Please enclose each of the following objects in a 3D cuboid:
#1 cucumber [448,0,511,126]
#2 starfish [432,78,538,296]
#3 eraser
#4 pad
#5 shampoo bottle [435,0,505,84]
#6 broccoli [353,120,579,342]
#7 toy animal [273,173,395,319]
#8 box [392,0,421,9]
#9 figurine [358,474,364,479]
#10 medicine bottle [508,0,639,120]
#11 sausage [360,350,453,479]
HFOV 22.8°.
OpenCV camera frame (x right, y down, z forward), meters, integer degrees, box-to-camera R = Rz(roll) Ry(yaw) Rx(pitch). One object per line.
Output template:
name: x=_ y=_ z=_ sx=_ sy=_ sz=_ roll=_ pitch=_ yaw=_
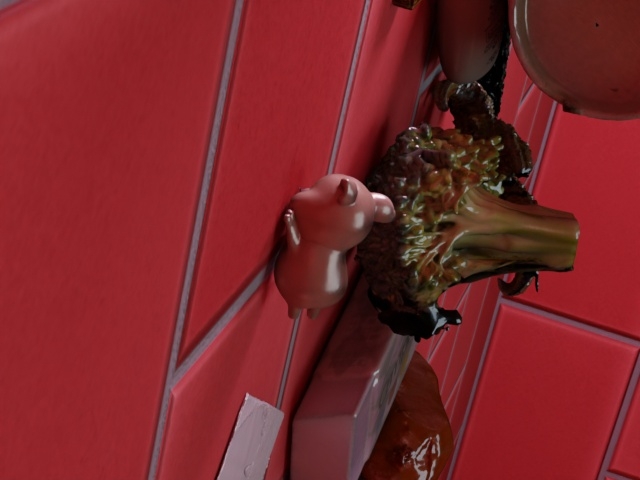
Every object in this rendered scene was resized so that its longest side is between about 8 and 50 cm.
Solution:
cucumber: x=0.211 y=-0.261 z=2.038 sx=0.303 sy=0.072 sz=0.081 roll=92 pitch=19 yaw=-54
starfish: x=0.221 y=-0.058 z=2.006 sx=0.312 sy=0.113 sz=0.303 roll=70 pitch=-5 yaw=-51
eraser: x=0.068 y=0.117 z=1.899 sx=0.213 sy=0.082 sz=0.396 roll=94 pitch=18 yaw=-47
pad: x=-0.078 y=0.235 z=1.573 sx=0.232 sy=0.004 sz=0.156 roll=55 pitch=53 yaw=-77
shampoo bottle: x=0.175 y=-0.259 z=1.841 sx=0.257 sy=0.078 sz=0.127 roll=74 pitch=31 yaw=-66
broccoli: x=0.158 y=-0.002 z=1.729 sx=0.263 sy=0.243 sz=0.247 roll=87 pitch=9 yaw=-75
toy animal: x=0.005 y=0.003 z=1.414 sx=0.083 sy=0.089 sz=0.150 roll=-52 pitch=167 yaw=-69
box: x=0.096 y=-0.275 z=1.576 sx=0.051 sy=0.023 sz=0.082 roll=-50 pitch=155 yaw=-60
figurine: x=0.028 y=0.347 z=2.008 sx=0.138 sy=0.125 sz=0.125 roll=70 pitch=36 yaw=-47
medicine bottle: x=0.333 y=-0.294 z=1.825 sx=0.406 sy=0.236 sz=0.235 roll=-71 pitch=175 yaw=-71
sausage: x=0.093 y=0.231 z=1.998 sx=0.258 sy=0.133 sz=0.133 roll=-102 pitch=-159 yaw=-59
